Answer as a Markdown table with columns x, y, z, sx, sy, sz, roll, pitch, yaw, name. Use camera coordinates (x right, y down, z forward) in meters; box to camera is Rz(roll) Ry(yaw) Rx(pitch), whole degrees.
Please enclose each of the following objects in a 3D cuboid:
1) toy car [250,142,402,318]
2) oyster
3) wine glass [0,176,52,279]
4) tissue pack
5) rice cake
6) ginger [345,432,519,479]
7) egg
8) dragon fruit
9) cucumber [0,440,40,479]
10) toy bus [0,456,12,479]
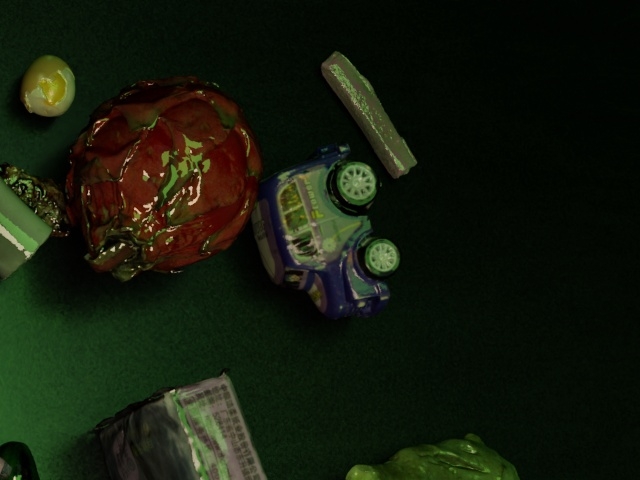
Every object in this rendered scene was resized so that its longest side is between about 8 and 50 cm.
| x | y | z | sx | sy | sz | roll | pitch | yaw | name |
| --- | --- | --- | --- | --- | --- | --- | --- | --- | --- |
| 0.000 | 0.000 | 1.942 | 0.158 | 0.172 | 0.235 | -17 | 84 | -18 | toy car |
| -0.359 | -0.052 | 1.815 | 0.132 | 0.029 | 0.086 | 9 | 69 | -30 | oyster |
| -0.432 | -0.060 | 1.732 | 0.231 | 0.103 | 0.103 | 46 | 56 | -14 | wine glass |
| -0.125 | 0.348 | 1.673 | 0.122 | 0.259 | 0.361 | -15 | 82 | -30 | tissue pack |
| 0.068 | -0.183 | 2.114 | 0.047 | 0.036 | 0.207 | -34 | 92 | -45 | rice cake |
| 0.151 | 0.338 | 1.941 | 0.290 | 0.089 | 0.137 | -13 | 55 | -43 | ginger |
| -0.347 | -0.198 | 1.851 | 0.071 | 0.071 | 0.083 | 19 | 62 | -24 | egg |
| -0.197 | -0.072 | 1.799 | 0.244 | 0.244 | 0.299 | 37 | 58 | -15 | dragon fruit |
| -0.354 | 0.343 | 1.657 | 0.069 | 0.069 | 0.227 | 6 | 75 | -29 | cucumber |
| -0.413 | 0.274 | 1.564 | 0.108 | 0.199 | 0.096 | 29 | 59 | -15 | toy bus |
